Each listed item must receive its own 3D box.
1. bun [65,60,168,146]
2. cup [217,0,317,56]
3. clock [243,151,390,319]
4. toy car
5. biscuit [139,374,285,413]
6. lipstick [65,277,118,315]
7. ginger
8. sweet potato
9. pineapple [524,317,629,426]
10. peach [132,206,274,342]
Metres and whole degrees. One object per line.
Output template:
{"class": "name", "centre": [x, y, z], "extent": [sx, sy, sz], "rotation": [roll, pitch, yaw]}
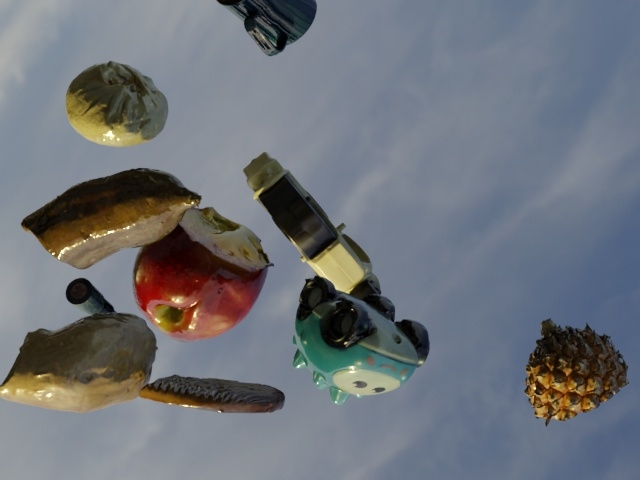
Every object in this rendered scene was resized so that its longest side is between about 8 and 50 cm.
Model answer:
{"class": "bun", "centre": [-0.401, -0.282, 2.152], "extent": [0.222, 0.222, 0.127], "rotation": [-106, -162, -49]}
{"class": "cup", "centre": [-0.094, -0.380, 1.778], "extent": [0.113, 0.138, 0.150], "rotation": [16, -102, 44]}
{"class": "clock", "centre": [0.000, 0.000, 2.212], "extent": [0.120, 0.379, 0.276], "rotation": [-37, -150, 1]}
{"class": "toy car", "centre": [0.051, 0.185, 1.883], "extent": [0.255, 0.188, 0.190], "rotation": [33, -80, 55]}
{"class": "biscuit", "centre": [-0.148, 0.226, 1.624], "extent": [0.176, 0.228, 0.031], "rotation": [10, -88, 27]}
{"class": "lipstick", "centre": [-0.421, 0.139, 2.105], "extent": [0.053, 0.234, 0.053], "rotation": [-4, -114, 10]}
{"class": "ginger", "centre": [-0.332, 0.174, 1.563], "extent": [0.152, 0.267, 0.138], "rotation": [19, -74, 50]}
{"class": "sweet potato", "centre": [-0.358, -0.049, 1.907], "extent": [0.370, 0.158, 0.158], "rotation": [-21, -133, 23]}
{"class": "pineapple", "centre": [0.372, 0.181, 1.677], "extent": [0.161, 0.137, 0.176], "rotation": [-27, -175, 33]}
{"class": "peach", "centre": [-0.234, 0.047, 2.258], "extent": [0.281, 0.281, 0.338], "rotation": [-22, -155, 44]}
